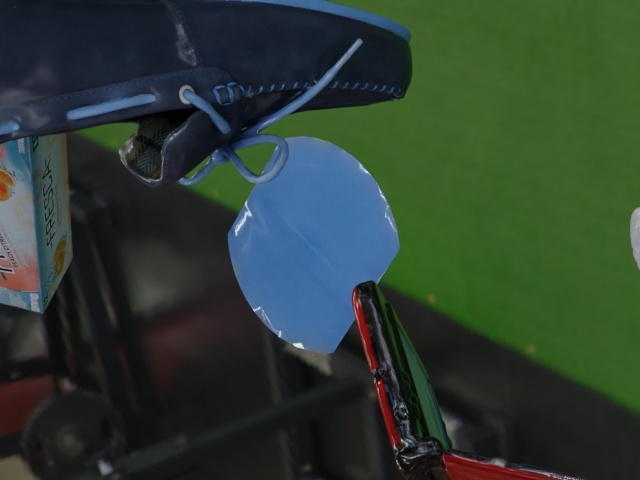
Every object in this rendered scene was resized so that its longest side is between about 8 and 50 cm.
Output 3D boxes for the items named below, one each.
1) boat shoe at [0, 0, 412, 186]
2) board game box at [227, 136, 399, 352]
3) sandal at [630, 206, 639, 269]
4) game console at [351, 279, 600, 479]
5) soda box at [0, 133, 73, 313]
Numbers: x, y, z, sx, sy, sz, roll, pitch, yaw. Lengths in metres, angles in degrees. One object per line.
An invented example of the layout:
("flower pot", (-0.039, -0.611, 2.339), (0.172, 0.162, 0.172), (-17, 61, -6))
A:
("boat shoe", (-0.079, -0.064, 0.680), (0.109, 0.258, 0.089), (161, 105, -69))
("board game box", (0.000, 0.000, 1.146), (0.133, 0.033, 0.169), (45, 124, 22))
("sandal", (0.345, 0.038, 1.165), (0.265, 0.076, 0.102), (50, 156, 48))
("game console", (0.080, 0.083, 0.628), (0.144, 0.085, 0.124), (60, -168, -61))
("soda box", (-0.212, -0.034, 1.023), (0.058, 0.063, 0.183), (14, 136, 8))
